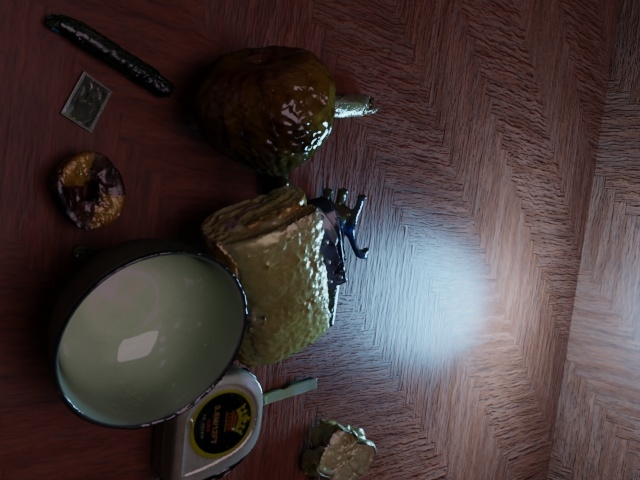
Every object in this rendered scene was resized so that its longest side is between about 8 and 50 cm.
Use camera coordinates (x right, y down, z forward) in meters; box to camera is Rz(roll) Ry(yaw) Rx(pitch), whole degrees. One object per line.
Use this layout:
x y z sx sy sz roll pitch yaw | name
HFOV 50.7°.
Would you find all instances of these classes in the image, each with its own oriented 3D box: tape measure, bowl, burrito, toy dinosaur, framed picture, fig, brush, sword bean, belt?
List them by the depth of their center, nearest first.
-0.417 -0.247 1.203 0.066 0.007 0.089 36 72 -44 | framed picture
-0.327 0.141 1.214 0.354 0.185 0.353 -19 124 -30 | bowl
-0.355 0.056 1.307 0.269 0.038 0.043 25 55 -46 | sword bean
-0.087 -0.200 1.367 0.286 0.286 0.368 -40 130 -34 | fig
-0.236 0.393 1.436 0.231 0.133 0.271 1 99 -39 | tape measure
-0.001 0.000 1.575 0.128 0.122 0.218 -20 123 -19 | belt
-0.085 0.368 1.659 0.179 0.030 0.033 -10 121 -35 | brush
0.025 -0.033 1.668 0.248 0.075 0.188 -4 114 -29 | toy dinosaur
0.075 -0.335 1.675 0.188 0.045 0.058 -13 100 -43 | burrito

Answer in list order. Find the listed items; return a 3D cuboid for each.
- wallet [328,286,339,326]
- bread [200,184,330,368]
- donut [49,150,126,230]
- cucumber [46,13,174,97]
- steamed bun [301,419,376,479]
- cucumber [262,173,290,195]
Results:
0.005 0.119 1.700 0.110 0.031 0.198 6 93 -47 | wallet
-0.110 0.085 1.400 0.237 0.165 0.375 -24 136 -22 | bread
-0.416 -0.089 1.197 0.140 0.059 0.140 -10 104 -45 | donut
-0.370 -0.332 1.211 0.257 0.043 0.044 28 72 -45 | cucumber
0.037 0.563 1.771 0.177 0.106 0.192 29 89 -32 | steamed bun
-0.093 -0.237 1.503 0.068 0.068 0.293 -4 100 -46 | cucumber
